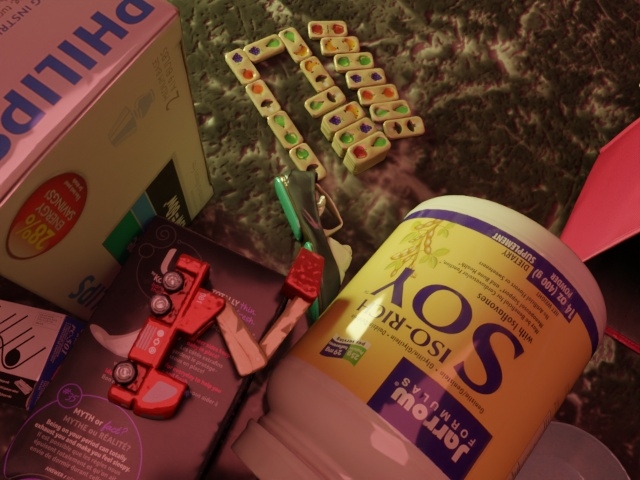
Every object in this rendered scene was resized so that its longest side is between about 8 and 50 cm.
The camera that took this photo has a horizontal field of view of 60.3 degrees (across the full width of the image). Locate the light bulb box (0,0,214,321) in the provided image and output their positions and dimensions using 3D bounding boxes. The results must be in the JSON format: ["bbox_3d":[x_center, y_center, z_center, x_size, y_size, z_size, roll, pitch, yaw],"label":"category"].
[{"bbox_3d":[-0.320,-0.127,0.532,0.361,0.358,0.225,34,72,4],"label":"light bulb box"}]

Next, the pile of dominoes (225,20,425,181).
[{"bbox_3d":[0.011,-0.213,0.773,0.196,0.040,0.251,-30,78,-16],"label":"pile of dominoes"}]

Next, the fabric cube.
[{"bbox_3d":[0.468,-0.010,0.650,0.259,0.254,0.258,32,68,5],"label":"fabric cube"}]

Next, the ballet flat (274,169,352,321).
[{"bbox_3d":[0.000,0.000,0.683,0.074,0.074,0.203,-13,71,-12],"label":"ballet flat"}]

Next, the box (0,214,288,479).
[{"bbox_3d":[-0.159,0.140,0.572,0.165,0.143,0.270,26,69,1],"label":"box"}]

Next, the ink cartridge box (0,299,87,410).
[{"bbox_3d":[-0.359,0.110,0.579,0.207,0.046,0.097,10,69,15],"label":"ink cartridge box"}]

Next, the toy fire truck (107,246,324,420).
[{"bbox_3d":[-0.088,0.080,0.502,0.135,0.047,0.192,24,69,-2],"label":"toy fire truck"}]

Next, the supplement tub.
[{"bbox_3d":[0.098,0.143,0.553,0.241,0.241,0.331,40,70,7],"label":"supplement tub"}]

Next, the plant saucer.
[{"bbox_3d":[0.263,0.307,0.625,0.195,0.037,0.195,3,70,-7],"label":"plant saucer"}]
